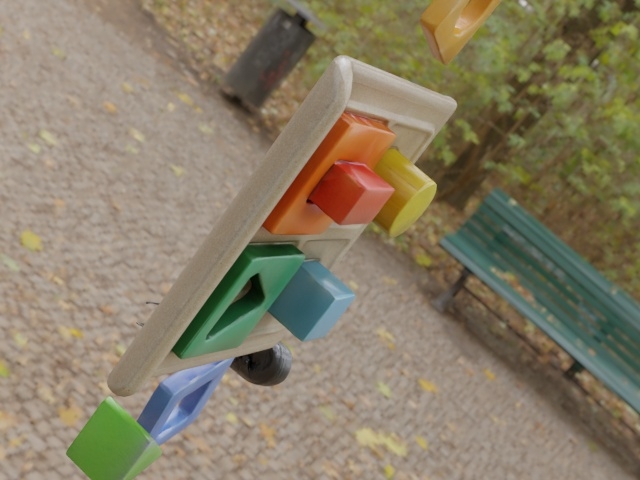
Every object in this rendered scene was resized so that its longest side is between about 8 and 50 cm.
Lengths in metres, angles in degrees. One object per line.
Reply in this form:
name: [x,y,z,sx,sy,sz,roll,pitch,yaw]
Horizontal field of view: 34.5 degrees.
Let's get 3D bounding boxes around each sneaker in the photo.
sneaker: [-0.109,0.102,1.052,0.089,0.051,0.170,23,-4,-39]

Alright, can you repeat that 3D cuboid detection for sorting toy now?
sorting toy: [0.000,0.000,0.514,0.047,0.348,0.196,40,16,13]
